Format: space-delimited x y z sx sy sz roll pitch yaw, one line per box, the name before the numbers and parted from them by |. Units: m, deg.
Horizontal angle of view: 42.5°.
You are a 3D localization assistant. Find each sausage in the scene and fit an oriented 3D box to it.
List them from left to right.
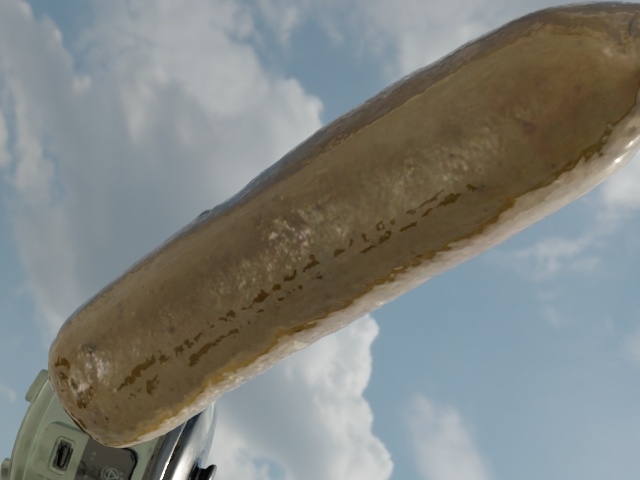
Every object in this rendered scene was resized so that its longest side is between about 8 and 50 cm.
sausage | 0.001 -0.001 0.551 0.501 0.136 0.123 -31 -83 25

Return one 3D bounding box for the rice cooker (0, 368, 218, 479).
rice cooker | -0.238 0.256 1.013 0.227 0.280 0.241 19 -5 5
